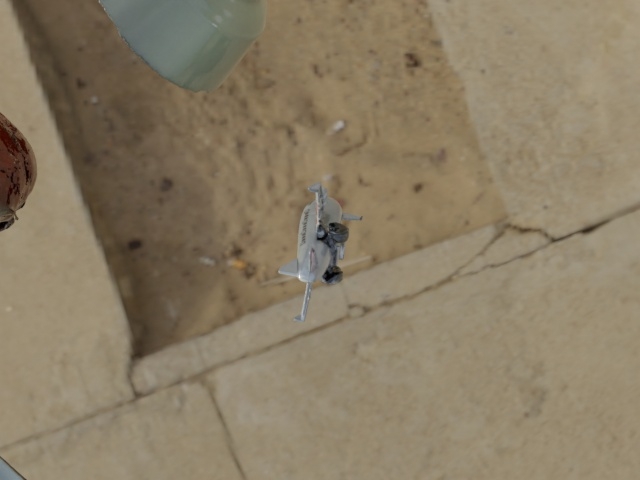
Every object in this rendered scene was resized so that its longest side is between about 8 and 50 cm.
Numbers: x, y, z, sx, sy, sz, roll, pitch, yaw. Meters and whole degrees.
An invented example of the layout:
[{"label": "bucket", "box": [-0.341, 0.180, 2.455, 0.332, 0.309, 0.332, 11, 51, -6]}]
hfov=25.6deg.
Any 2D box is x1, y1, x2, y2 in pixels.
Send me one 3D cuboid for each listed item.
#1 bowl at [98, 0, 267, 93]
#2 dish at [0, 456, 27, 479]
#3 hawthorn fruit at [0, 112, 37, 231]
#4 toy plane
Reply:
[{"label": "bowl", "box": [-0.130, -0.268, 1.436, 0.112, 0.211, 0.211, -34, 81, 28]}, {"label": "dish", "box": [-0.493, 0.297, 1.826, 0.182, 0.080, 0.243, 45, 152, -17]}, {"label": "hawthorn fruit", "box": [-0.347, -0.075, 1.305, 0.148, 0.148, 0.172, -30, 103, 32]}, {"label": "toy plane", "box": [0.000, 0.000, 1.462, 0.065, 0.171, 0.162, 13, 122, 10]}]
